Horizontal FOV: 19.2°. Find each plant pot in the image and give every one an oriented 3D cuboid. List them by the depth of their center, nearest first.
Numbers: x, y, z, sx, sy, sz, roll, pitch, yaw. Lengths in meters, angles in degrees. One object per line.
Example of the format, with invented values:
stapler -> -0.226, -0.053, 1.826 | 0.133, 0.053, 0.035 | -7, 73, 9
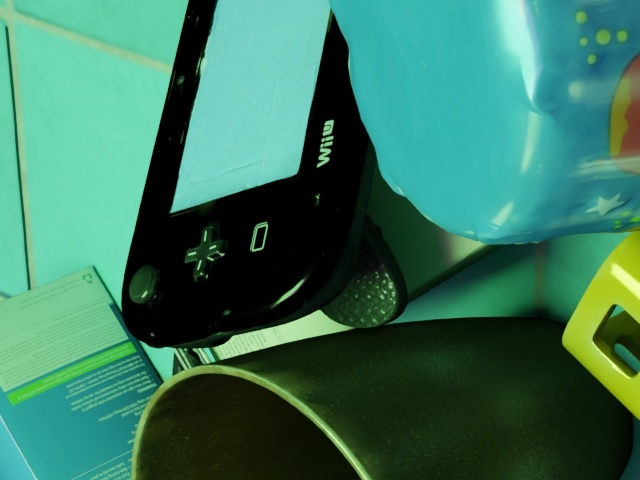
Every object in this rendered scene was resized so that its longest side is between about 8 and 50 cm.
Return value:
plant pot -> 0.055, 0.129, 1.010 | 0.215, 0.230, 0.215 | 23, 124, 40

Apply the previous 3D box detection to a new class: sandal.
sandal -> 0.000, 0.000, 1.019 | 0.179, 0.040, 0.067 | 21, 119, 58

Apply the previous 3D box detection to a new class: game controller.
game controller -> -0.020, -0.096, 0.990 | 0.166, 0.067, 0.319 | -23, 50, 52

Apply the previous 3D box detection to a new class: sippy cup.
sippy cup -> 0.134, -0.102, 0.771 | 0.305, 0.224, 0.240 | 56, 150, 39

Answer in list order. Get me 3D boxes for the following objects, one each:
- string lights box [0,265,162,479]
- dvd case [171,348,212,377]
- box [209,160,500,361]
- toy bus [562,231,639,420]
string lights box -> -0.162, 0.161, 1.349 | 0.260, 0.133, 0.077 | 58, 140, 11
dvd case -> -0.050, 0.155, 1.237 | 0.164, 0.018, 0.221 | 58, 168, 11
box -> 0.025, -0.012, 1.085 | 0.275, 0.094, 0.113 | -33, 83, 50
toy bus -> 0.212, 0.075, 0.906 | 0.202, 0.104, 0.191 | -4, 105, 50
